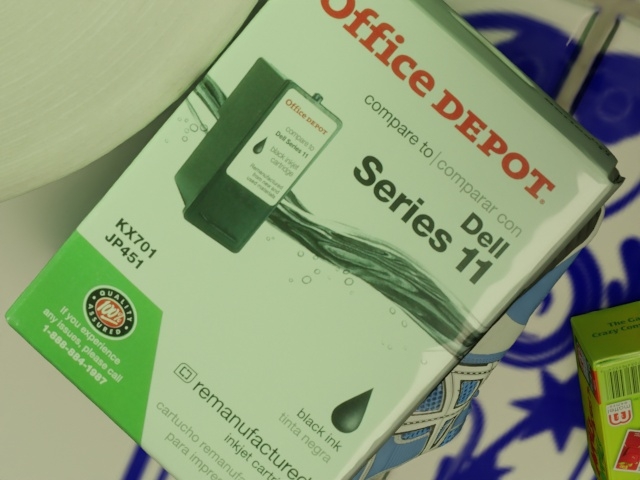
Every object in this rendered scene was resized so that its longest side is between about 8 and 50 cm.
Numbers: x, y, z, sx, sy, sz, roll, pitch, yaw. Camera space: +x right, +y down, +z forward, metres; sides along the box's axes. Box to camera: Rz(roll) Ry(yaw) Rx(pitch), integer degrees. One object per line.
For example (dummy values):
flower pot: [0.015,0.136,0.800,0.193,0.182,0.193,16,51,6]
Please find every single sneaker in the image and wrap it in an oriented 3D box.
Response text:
sneaker: [0.047,0.042,0.842,0.211,0.080,0.081,-41,139,15]

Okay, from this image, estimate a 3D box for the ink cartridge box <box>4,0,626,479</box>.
ink cartridge box: [0.000,0.000,0.751,0.153,0.087,0.208,42,101,5]

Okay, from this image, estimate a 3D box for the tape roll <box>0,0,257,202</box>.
tape roll: [-0.190,-0.186,0.667,0.392,0.072,0.392,-4,120,-7]

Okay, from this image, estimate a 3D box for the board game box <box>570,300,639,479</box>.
board game box: [0.218,0.064,0.891,0.181,0.043,0.092,-13,121,-2]
